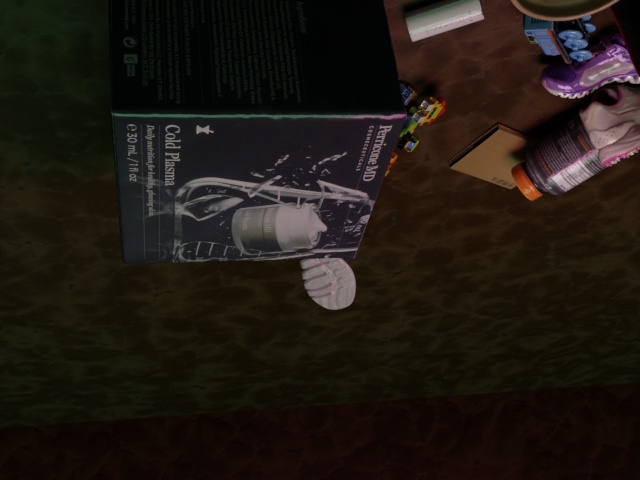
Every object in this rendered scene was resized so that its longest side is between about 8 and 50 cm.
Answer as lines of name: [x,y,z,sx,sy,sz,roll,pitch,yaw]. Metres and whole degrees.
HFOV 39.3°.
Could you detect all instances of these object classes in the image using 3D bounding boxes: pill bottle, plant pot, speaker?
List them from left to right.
speaker: [0.220,-0.400,1.597,0.136,0.055,0.055,-16,149,15]
pill bottle: [0.535,-0.184,1.931,0.245,0.131,0.130,-34,141,27]
plant pot: [0.407,-0.478,1.448,0.237,0.110,0.237,-6,150,-3]

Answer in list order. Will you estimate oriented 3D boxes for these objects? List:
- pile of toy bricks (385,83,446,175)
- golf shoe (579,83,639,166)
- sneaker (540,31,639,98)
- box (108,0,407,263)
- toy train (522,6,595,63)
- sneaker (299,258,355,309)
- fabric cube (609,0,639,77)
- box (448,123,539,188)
pile of toy bricks: [0.169,-0.235,1.848,0.105,0.118,0.212,-15,147,-50]
golf shoe: [0.628,-0.269,1.788,0.306,0.140,0.115,-36,179,-37]
sneaker: [0.541,-0.350,1.725,0.236,0.095,0.105,-13,143,1]
box: [-0.138,-0.196,1.646,0.471,0.298,0.480,-3,150,-11]
toy train: [0.436,-0.382,1.631,0.105,0.080,0.184,6,173,28]
sneaker: [0.000,0.000,2.090,0.124,0.180,0.321,-16,122,13]
fabric cube: [0.676,-0.389,1.507,0.258,0.259,0.254,17,141,-35]
box: [0.419,-0.188,2.036,0.201,0.021,0.164,15,144,-32]
